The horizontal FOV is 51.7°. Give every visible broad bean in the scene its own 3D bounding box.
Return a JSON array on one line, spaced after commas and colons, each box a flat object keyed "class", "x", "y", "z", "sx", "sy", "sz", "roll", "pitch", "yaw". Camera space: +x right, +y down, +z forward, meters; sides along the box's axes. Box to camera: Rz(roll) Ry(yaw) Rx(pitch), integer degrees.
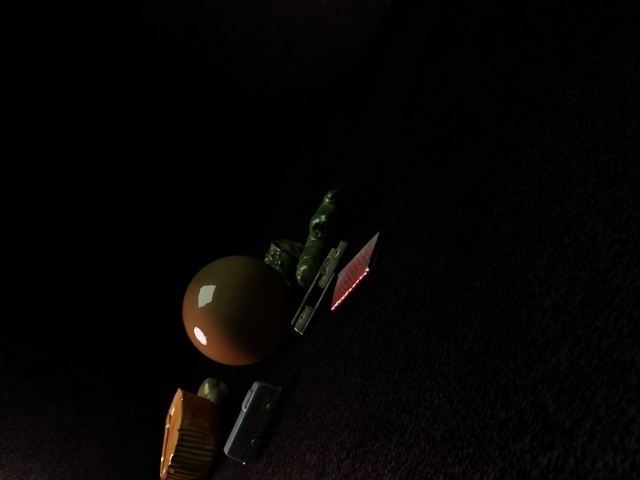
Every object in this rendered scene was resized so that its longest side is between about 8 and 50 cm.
[{"class": "broad bean", "x": -0.383, "y": 0.577, "z": 2.248, "sx": 0.169, "sy": 0.100, "sz": 0.228, "roll": -54, "pitch": 18, "yaw": 36}]

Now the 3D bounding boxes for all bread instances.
[{"class": "bread", "x": -0.387, "y": 0.599, "z": 2.016, "sx": 0.204, "sy": 0.156, "sz": 0.288, "roll": -64, "pitch": 21, "yaw": 21}]

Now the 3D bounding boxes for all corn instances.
[{"class": "corn", "x": 0.022, "y": 0.058, "z": 1.669, "sx": 0.027, "sy": 0.028, "sz": 0.083, "roll": 110, "pitch": -176, "yaw": -76}]

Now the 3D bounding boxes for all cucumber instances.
[{"class": "cucumber", "x": -0.130, "y": 0.115, "z": 2.052, "sx": 0.134, "sy": 0.134, "sz": 0.244, "roll": -89, "pitch": 20, "yaw": -67}]

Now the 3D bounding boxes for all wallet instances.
[{"class": "wallet", "x": 0.075, "y": 0.068, "z": 1.407, "sx": 0.196, "sy": 0.020, "sz": 0.103, "roll": -51, "pitch": 15, "yaw": 50}]

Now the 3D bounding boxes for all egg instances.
[{"class": "egg", "x": -0.224, "y": 0.191, "z": 1.821, "sx": 0.374, "sy": 0.301, "sz": 0.301, "roll": 100, "pitch": -165, "yaw": -84}]

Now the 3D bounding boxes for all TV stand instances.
[{"class": "TV stand", "x": 0.001, "y": 0.111, "z": 1.616, "sx": 0.249, "sy": 0.042, "sz": 0.036, "roll": -62, "pitch": -10, "yaw": 0}]

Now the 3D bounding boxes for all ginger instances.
[{"class": "ginger", "x": 0.000, "y": -0.004, "z": 1.746, "sx": 0.137, "sy": 0.089, "sz": 0.290, "roll": 130, "pitch": 163, "yaw": -71}]

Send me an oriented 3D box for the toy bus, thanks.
[{"class": "toy bus", "x": -0.158, "y": 0.423, "z": 1.551, "sx": 0.190, "sy": 0.075, "sz": 0.064, "roll": -67, "pitch": 10, "yaw": -10}]
